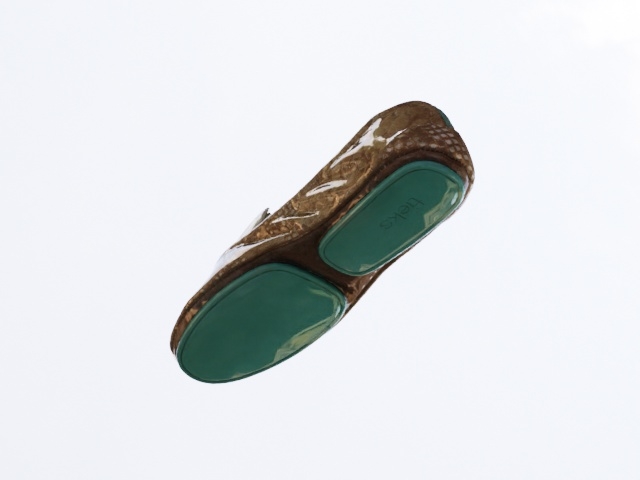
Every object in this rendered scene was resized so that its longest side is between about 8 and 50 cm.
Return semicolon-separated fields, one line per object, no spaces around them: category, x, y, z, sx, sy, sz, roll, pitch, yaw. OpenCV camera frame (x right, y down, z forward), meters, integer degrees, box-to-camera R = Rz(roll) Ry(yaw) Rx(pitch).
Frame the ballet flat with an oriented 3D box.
ballet flat;0.000;0.000;0.915;0.206;0.073;0.067;-36;-146;29
